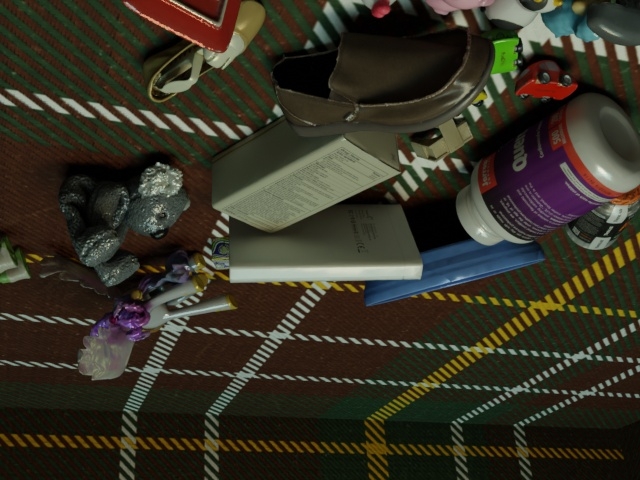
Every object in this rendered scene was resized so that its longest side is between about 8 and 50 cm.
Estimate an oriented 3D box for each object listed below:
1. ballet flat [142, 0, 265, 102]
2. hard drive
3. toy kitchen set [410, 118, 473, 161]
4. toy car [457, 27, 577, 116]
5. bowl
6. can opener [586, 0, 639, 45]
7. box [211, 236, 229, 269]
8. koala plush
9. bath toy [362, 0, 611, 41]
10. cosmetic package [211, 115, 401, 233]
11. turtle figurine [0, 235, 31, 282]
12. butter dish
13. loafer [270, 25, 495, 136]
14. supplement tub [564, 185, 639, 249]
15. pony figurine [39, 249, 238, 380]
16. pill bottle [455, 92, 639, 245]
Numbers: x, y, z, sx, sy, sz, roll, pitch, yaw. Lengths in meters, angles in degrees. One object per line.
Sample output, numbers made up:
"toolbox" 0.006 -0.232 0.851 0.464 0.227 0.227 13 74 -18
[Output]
"ballet flat" -0.168 -0.267 1.184 0.232 0.073 0.080 -24 147 34
"hard drive" 0.000 0.000 1.574 0.353 0.233 0.047 0 122 -7
"toy kitchen set" 0.207 -0.193 1.435 0.083 0.075 0.068 -33 113 -11
"toy car" 0.274 -0.267 1.237 0.239 0.053 0.225 -9 162 9
"bowl" 0.278 0.056 1.735 0.391 0.077 0.391 -14 174 -2
"can opener" 0.311 -0.300 0.965 0.283 0.095 0.076 6 -177 -26
"box" -0.151 0.023 1.780 0.169 0.054 0.059 -6 153 3
"koala plush" -0.348 -0.061 1.499 0.221 0.203 0.196 -24 163 -6
"bath toy" 0.198 -0.330 1.048 0.348 0.129 0.151 5 152 -14
"cosmetic package" -0.032 -0.132 1.425 0.309 0.113 0.160 -24 147 34
"turtle figurine" -0.773 0.051 1.709 0.266 0.274 0.197 -21 131 -8
"butter dish" -0.186 -0.326 1.018 0.160 0.160 0.118 20 168 -39
"loafer" 0.070 -0.231 1.169 0.366 0.133 0.130 -8 149 36
"supplement tub" 0.565 -0.071 1.615 0.117 0.117 0.190 -2 154 -2
"pony figurine" -0.415 0.155 1.822 0.363 0.302 0.351 -26 158 9
"pill bottle" 0.396 -0.111 1.444 0.182 0.181 0.323 15 147 -33
